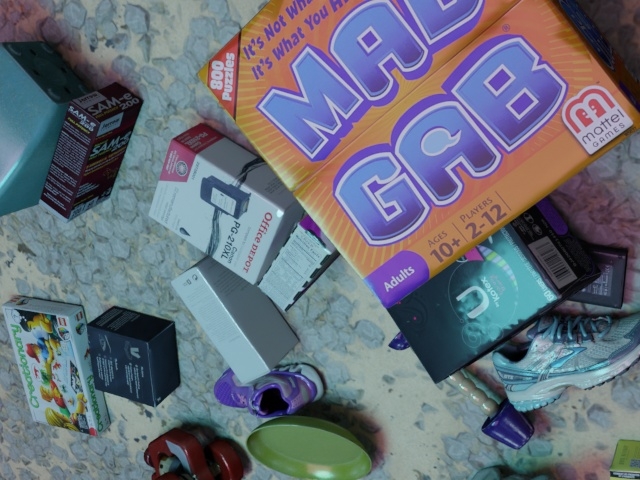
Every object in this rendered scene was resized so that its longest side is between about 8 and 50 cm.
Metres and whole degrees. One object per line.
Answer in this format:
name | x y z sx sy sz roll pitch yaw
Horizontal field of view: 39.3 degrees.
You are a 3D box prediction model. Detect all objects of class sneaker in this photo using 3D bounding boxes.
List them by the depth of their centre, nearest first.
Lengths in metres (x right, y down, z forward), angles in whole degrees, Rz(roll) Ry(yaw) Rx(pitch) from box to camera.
sneaker | 0.379 0.163 1.367 0.283 0.110 0.122 -35 89 35
sneaker | -0.116 0.291 1.701 0.236 0.104 0.095 -6 112 32

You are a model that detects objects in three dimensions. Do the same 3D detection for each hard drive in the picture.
hard drive | 0.389 0.049 1.355 0.135 0.022 0.094 9 117 25

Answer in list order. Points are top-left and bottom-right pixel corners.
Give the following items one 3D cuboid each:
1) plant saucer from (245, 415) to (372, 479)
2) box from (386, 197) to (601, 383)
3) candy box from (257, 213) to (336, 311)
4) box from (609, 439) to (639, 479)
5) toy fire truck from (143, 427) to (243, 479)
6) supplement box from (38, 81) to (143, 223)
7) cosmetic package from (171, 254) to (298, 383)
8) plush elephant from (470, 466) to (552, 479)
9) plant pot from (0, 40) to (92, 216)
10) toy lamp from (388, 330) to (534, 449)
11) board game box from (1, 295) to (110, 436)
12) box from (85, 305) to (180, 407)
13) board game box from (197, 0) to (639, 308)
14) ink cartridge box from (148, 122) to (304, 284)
plant saucer | -0.020 0.388 1.685 0.241 0.037 0.241 8 144 6
box | 0.248 0.070 1.343 0.270 0.143 0.165 -45 72 39
candy box | 0.000 0.000 1.417 0.071 0.159 0.233 42 147 3
box | 0.510 0.443 1.444 0.058 0.087 0.232 -1 112 29
toy fire truck | -0.283 0.533 1.891 0.254 0.169 0.302 4 116 48
supplement box | -0.418 -0.158 1.630 0.073 0.130 0.239 35 126 9
cosmetic package | -0.155 0.132 1.638 0.085 0.117 0.231 -30 96 36
plush elephant | 0.346 0.505 1.489 0.330 0.272 0.255 17 85 -15
plant pot | -0.558 -0.220 1.617 0.252 0.248 0.247 -41 90 20
toy lamp | 0.238 0.241 1.501 0.274 0.080 0.080 42 126 8
board game box | -0.581 0.277 1.979 0.193 0.053 0.305 5 116 27
box | -0.380 0.235 1.824 0.158 0.093 0.156 12 118 25
board game box | 0.145 -0.202 1.121 0.356 0.356 0.356 -38 92 24
ink cartridge box | -0.159 -0.063 1.552 0.237 0.100 0.172 32 125 11
